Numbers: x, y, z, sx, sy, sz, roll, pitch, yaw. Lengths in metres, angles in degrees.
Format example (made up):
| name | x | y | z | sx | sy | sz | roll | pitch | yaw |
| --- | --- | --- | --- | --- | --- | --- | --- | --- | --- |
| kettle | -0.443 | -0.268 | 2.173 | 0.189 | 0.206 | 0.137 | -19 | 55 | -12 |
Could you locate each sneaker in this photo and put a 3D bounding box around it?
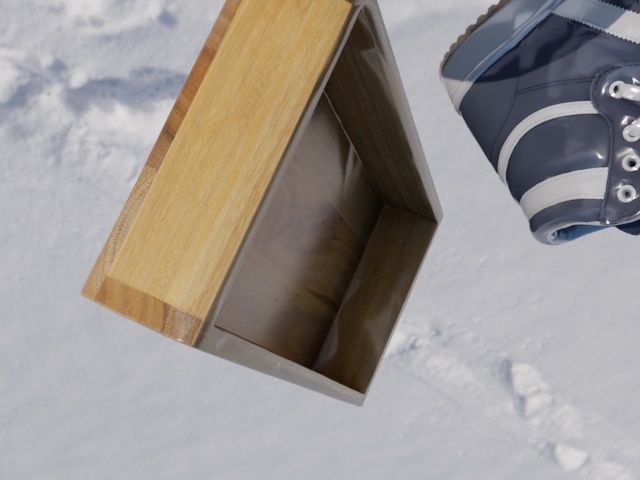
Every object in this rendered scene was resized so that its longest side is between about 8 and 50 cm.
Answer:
| name | x | y | z | sx | sy | sz | roll | pitch | yaw |
| --- | --- | --- | --- | --- | --- | --- | --- | --- | --- |
| sneaker | 0.188 | -0.102 | 0.395 | 0.099 | 0.153 | 0.282 | -2 | 153 | -38 |

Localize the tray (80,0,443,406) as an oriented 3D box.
| name | x | y | z | sx | sy | sz | roll | pitch | yaw |
| --- | --- | --- | --- | --- | --- | --- | --- | --- | --- |
| tray | 0.000 | 0.000 | 0.582 | 0.076 | 0.203 | 0.411 | 21 | 171 | 18 |
